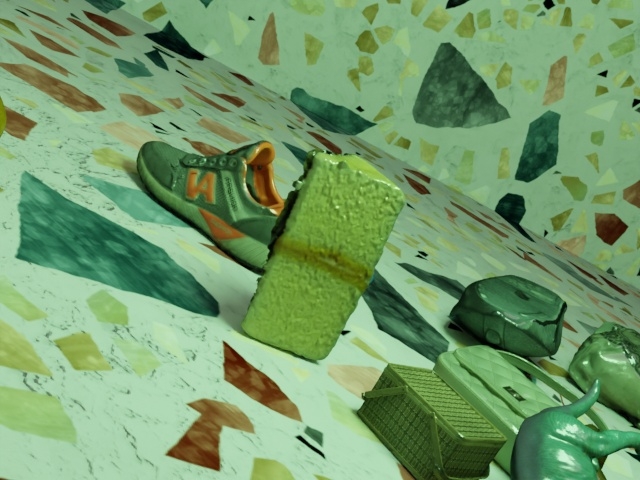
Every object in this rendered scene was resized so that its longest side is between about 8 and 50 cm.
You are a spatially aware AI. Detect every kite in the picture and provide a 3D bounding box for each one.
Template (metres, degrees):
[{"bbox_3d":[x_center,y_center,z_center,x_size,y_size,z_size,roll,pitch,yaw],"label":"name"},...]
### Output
[{"bbox_3d":[0.383,0.247,1.821,0.198,0.006,0.244,31,14,1],"label":"kite"}]

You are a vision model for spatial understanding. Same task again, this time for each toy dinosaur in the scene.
[{"bbox_3d":[0.242,0.258,1.174,0.331,0.129,0.383,24,36,-19],"label":"toy dinosaur"}]

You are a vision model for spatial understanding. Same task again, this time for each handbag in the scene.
[{"bbox_3d":[0.297,0.238,1.434,0.219,0.079,0.256,-9,39,-42],"label":"handbag"}]

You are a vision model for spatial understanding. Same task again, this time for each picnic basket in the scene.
[{"bbox_3d":[0.138,0.231,1.231,0.115,0.079,0.164,14,22,-48],"label":"picnic basket"}]

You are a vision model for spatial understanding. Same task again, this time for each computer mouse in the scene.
[{"bbox_3d":[0.362,0.152,1.864,0.203,0.114,0.374,27,14,22],"label":"computer mouse"}]

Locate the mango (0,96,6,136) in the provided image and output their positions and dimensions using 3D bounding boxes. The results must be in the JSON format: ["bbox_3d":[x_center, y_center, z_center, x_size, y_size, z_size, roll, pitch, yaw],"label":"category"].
[{"bbox_3d":[-0.476,-0.163,1.268,0.147,0.109,0.227,24,17,-32],"label":"mango"}]

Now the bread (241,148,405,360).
[{"bbox_3d":[0.007,0.018,1.319,0.142,0.266,0.178,28,13,6],"label":"bread"}]

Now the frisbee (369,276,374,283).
[{"bbox_3d":[0.000,0.000,1.813,0.242,0.045,0.242,27,14,-8],"label":"frisbee"}]

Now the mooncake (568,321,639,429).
[{"bbox_3d":[0.636,0.273,1.986,0.250,0.136,0.254,37,16,10],"label":"mooncake"}]

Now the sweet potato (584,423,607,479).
[{"bbox_3d":[0.394,0.330,1.461,0.081,0.062,0.233,32,17,3],"label":"sweet potato"}]

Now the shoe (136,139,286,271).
[{"bbox_3d":[-0.151,-0.101,1.586,0.336,0.171,0.132,37,16,22],"label":"shoe"}]
